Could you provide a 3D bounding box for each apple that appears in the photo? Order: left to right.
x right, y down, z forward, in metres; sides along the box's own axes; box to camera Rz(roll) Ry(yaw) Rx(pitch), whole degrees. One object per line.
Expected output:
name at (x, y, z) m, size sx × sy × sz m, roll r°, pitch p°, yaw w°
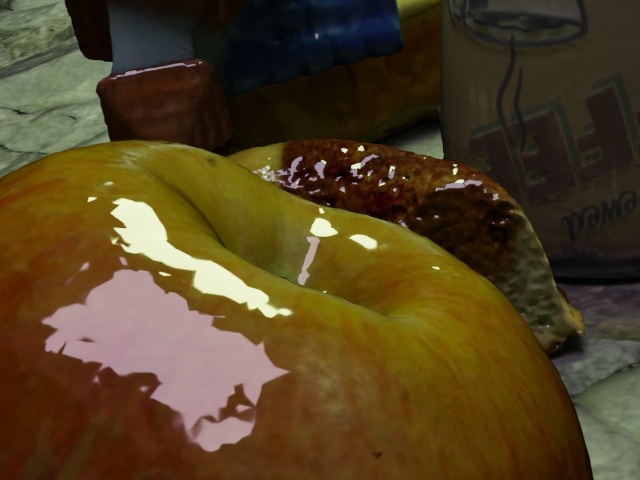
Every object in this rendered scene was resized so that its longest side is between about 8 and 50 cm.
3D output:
apple at (-0.047, 0.097, 0.577) m, size 0.302 × 0.301 × 0.301 m, roll -9°, pitch 26°, yaw 4°

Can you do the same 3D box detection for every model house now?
model house at (-0.061, -0.211, 0.981) m, size 0.252 × 0.295 × 0.329 m, roll -9°, pitch 51°, yaw -2°

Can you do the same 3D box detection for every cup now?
cup at (0.214, -0.142, 0.975) m, size 0.301 × 0.257 × 0.227 m, roll -10°, pitch 28°, yaw 0°

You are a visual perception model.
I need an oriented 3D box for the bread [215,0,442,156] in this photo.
bread at (0.023, -0.153, 1.218) m, size 0.294 × 0.132 × 0.167 m, roll -21°, pitch 33°, yaw -17°

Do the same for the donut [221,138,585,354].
donut at (0.000, 0.000, 0.934) m, size 0.295 × 0.112 × 0.151 m, roll -6°, pitch 30°, yaw 9°
